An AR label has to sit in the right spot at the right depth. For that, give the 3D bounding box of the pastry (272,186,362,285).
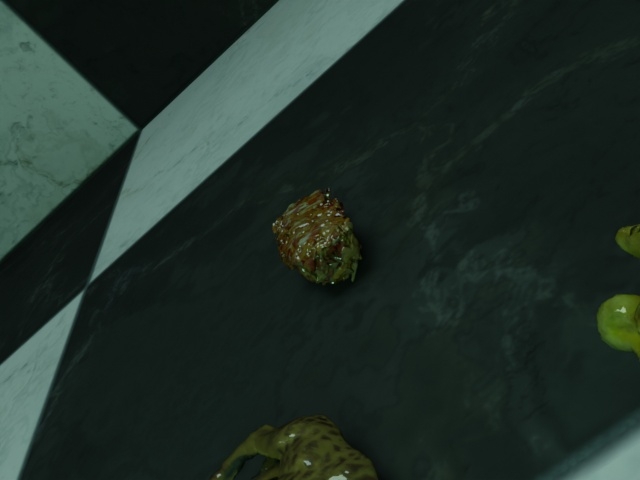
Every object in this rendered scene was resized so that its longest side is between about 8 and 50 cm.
[{"bbox_3d":[-0.002,0.002,0.765,0.087,0.063,0.169,-35,19,2],"label":"pastry"}]

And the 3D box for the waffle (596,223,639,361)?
[{"bbox_3d":[0.260,-0.037,0.295,0.300,0.058,0.281,-43,22,3],"label":"waffle"}]

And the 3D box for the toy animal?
[{"bbox_3d":[-0.002,0.182,0.481,0.275,0.054,0.149,-17,39,46],"label":"toy animal"}]
